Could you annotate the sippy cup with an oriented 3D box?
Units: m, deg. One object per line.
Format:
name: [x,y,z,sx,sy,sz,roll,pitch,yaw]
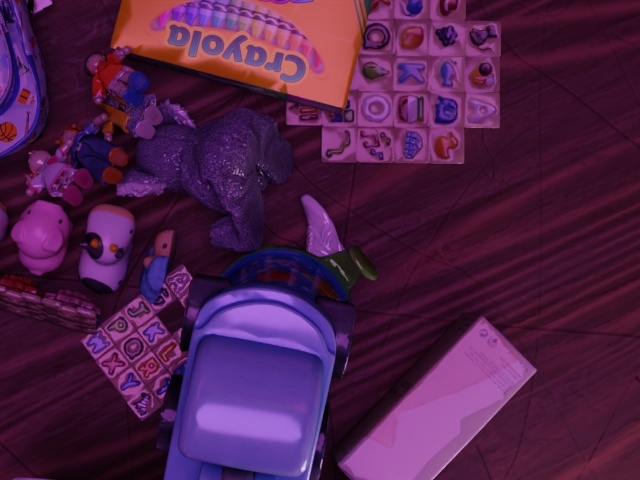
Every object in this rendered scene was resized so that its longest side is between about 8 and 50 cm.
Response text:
sippy cup: [-0.065,0.134,1.741,0.240,0.224,0.306,15,96,-1]

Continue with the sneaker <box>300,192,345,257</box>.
sneaker: [0.000,0.000,1.856,0.061,0.054,0.152,-26,93,-2]

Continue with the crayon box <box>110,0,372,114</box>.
crayon box: [-0.100,-0.389,1.816,0.362,0.106,0.313,14,88,-2]

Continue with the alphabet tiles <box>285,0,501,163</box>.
alphabet tiles: [0.116,-0.264,1.889,0.342,0.011,0.285,0,89,-5]

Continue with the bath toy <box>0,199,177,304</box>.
bath toy: [-0.393,0.004,1.766,0.348,0.129,0.151,12,116,-3]

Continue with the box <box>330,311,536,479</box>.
box: [0.168,0.262,1.825,0.121,0.148,0.311,45,85,-2]

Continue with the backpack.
backpack: [-0.517,-0.237,1.727,0.276,0.213,0.264,-18,104,2]

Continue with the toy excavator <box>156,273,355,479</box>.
toy excavator: [-0.101,0.281,1.423,0.222,0.445,0.433,12,99,-2]

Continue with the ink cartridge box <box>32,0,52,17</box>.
ink cartridge box: [-0.455,-0.361,1.829,0.083,0.028,0.048,-27,93,-4]

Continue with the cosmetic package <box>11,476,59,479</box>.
cosmetic package: [-0.281,0.542,1.653,0.327,0.329,0.394,8,78,-8]

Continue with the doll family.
doll family: [-0.327,-0.158,1.773,0.118,0.163,0.263,32,90,-45]

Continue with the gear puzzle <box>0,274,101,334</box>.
gear puzzle: [-0.485,0.064,1.755,0.338,0.175,0.044,16,74,-5]

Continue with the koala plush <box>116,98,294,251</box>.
koala plush: [-0.183,-0.119,1.783,0.221,0.203,0.196,14,66,20]

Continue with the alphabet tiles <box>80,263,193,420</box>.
alphabet tiles: [-0.222,0.189,1.857,0.198,0.009,0.237,-37,92,-5]
